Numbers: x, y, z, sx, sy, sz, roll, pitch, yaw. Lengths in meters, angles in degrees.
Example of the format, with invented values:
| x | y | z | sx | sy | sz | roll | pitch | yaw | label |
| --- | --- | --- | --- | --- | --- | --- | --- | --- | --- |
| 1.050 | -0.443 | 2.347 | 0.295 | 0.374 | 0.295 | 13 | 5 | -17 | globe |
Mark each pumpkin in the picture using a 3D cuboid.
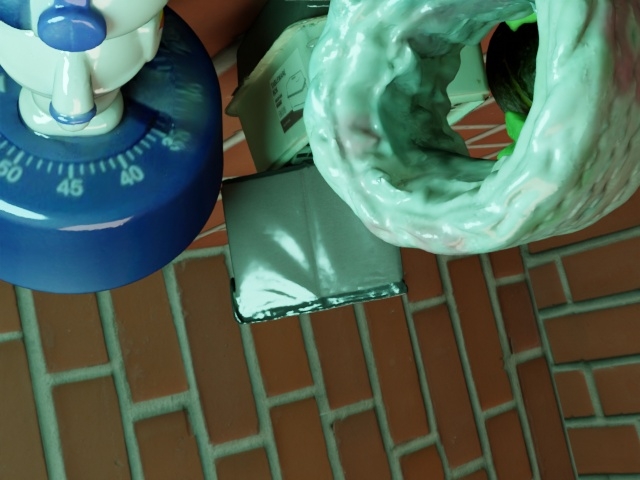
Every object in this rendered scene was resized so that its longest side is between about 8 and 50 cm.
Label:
| x | y | z | sx | sy | sz | roll | pitch | yaw | label |
| --- | --- | --- | --- | --- | --- | --- | --- | --- | --- |
| 0.295 | -0.228 | 1.053 | 0.238 | 0.159 | 0.238 | -33 | 175 | -4 | pumpkin |

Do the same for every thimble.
| x | y | z | sx | sy | sz | roll | pitch | yaw | label |
| --- | --- | --- | --- | --- | --- | --- | --- | --- | --- |
| 0.106 | -0.095 | 0.551 | 0.149 | 0.185 | 0.211 | -7 | 138 | -50 | thimble |

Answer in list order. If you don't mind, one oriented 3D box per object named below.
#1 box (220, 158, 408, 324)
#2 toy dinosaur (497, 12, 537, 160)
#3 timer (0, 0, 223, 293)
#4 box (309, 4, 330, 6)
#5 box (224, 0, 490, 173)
| x | y | z | sx | sy | sz | roll | pitch | yaw | label |
| --- | --- | --- | --- | --- | --- | --- | --- | --- | --- |
| 0.000 | 0.000 | 1.031 | 0.188 | 0.153 | 0.252 | -11 | 176 | 7 | box |
| 0.341 | -0.142 | 0.761 | 0.144 | 0.374 | 0.500 | -10 | -150 | -33 | toy dinosaur |
| -0.185 | -0.145 | 0.685 | 0.270 | 0.270 | 0.383 | -10 | 160 | -18 | timer |
| 0.107 | -0.258 | 0.507 | 0.173 | 0.145 | 0.333 | -10 | 174 | -31 | box |
| 0.030 | -0.176 | 0.976 | 0.221 | 0.166 | 0.290 | -10 | 173 | -22 | box |
